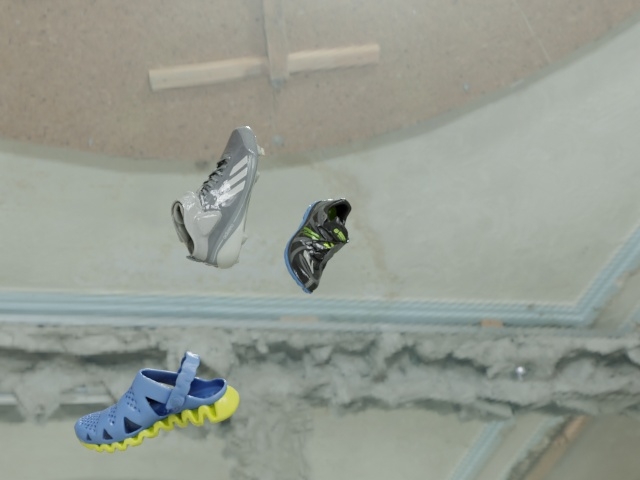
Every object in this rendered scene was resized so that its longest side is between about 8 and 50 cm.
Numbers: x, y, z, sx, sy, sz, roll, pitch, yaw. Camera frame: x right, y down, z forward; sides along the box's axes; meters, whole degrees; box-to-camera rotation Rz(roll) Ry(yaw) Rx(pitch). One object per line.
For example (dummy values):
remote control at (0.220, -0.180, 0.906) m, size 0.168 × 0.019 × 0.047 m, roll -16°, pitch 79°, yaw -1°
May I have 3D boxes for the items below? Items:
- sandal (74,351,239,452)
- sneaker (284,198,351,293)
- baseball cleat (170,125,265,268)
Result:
sandal at (-0.324, 0.304, 1.801) m, size 0.317 × 0.126 × 0.138 m, roll -19°, pitch -70°, yaw -2°
sneaker at (0.000, 0.000, 1.436) m, size 0.078 × 0.188 × 0.067 m, roll -18°, pitch -55°, yaw 36°
baseball cleat at (-0.138, -0.068, 1.251) m, size 0.109 × 0.206 × 0.072 m, roll 16°, pitch -23°, yaw -29°
